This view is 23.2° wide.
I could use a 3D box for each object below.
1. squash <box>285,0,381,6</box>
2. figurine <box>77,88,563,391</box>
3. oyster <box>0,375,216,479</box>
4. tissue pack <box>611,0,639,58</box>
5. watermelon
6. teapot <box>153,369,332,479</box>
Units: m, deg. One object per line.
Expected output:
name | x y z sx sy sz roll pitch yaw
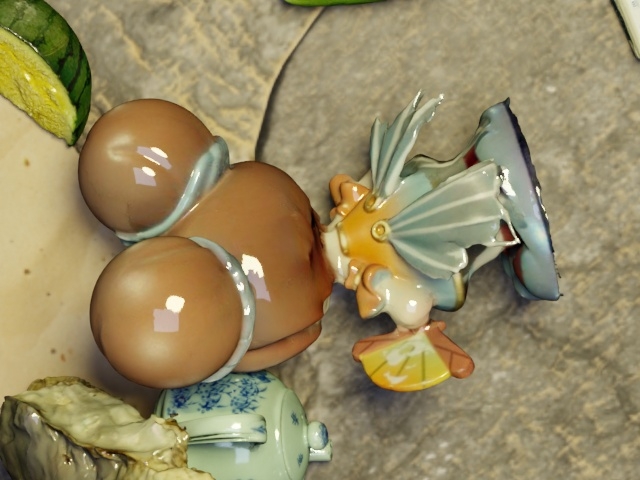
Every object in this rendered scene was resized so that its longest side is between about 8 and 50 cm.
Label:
squash | 0.098 -0.265 1.400 0.292 0.082 0.082 -14 99 0
figurine | 0.000 0.002 1.361 0.388 0.276 0.248 -14 142 4
oyster | -0.193 0.197 1.337 0.110 0.341 0.166 -18 127 -32
tissue pack | 0.304 -0.215 1.433 0.062 0.042 0.083 -25 99 4
watermelon | -0.272 -0.182 1.426 0.181 0.075 0.092 35 140 -5
teapot | -0.065 0.180 1.408 0.159 0.232 0.159 -4 77 15
